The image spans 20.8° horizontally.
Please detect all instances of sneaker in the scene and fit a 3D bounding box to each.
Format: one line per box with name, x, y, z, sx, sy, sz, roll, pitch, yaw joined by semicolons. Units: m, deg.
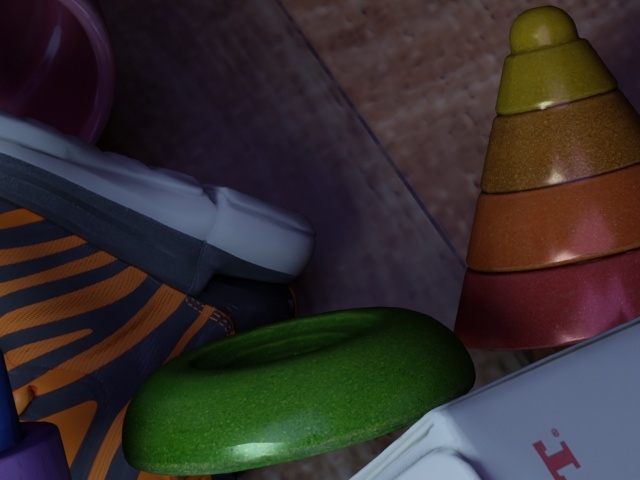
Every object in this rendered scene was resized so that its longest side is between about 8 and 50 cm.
sneaker;-0.135;0.045;0.636;0.124;0.321;0.180;8;83;50

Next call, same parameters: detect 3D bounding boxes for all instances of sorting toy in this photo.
sorting toy;0.000;0.000;0.622;0.365;0.127;0.126;-17;98;-33

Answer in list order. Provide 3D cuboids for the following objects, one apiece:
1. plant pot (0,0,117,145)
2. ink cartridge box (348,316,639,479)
plant pot;-0.205;-0.111;0.734;0.201;0.201;0.180;-23;59;-1
ink cartridge box;0.150;0.129;0.583;0.289;0.121;0.211;-16;69;-43
